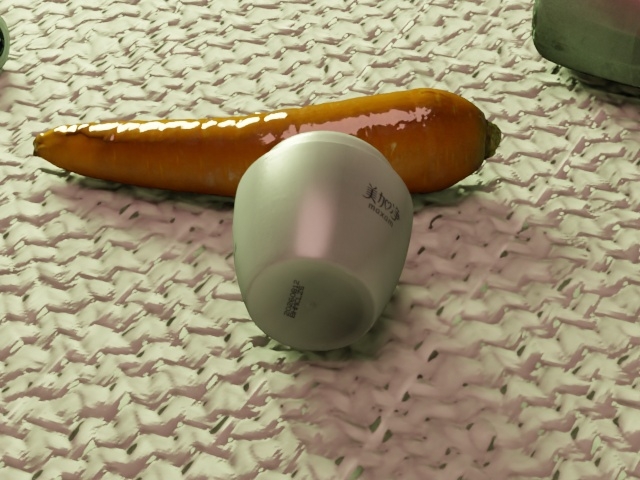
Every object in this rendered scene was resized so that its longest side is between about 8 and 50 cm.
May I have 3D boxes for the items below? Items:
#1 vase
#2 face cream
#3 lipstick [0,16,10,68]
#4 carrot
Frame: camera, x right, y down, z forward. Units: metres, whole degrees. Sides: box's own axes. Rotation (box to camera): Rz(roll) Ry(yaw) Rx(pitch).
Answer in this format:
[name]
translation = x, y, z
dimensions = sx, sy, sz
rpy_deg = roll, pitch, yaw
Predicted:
[vase]
translation = 0.235, -0.112, 1.004
dimensions = 0.214, 0.086, 0.086
rpy_deg = 27, 44, 29
[face cream]
translation = 0.000, 0.000, 0.848
dimensions = 0.091, 0.091, 0.095
rpy_deg = 1, 43, 6
[lipstick]
translation = -0.261, -0.130, 1.104
dimensions = 0.116, 0.037, 0.037
rpy_deg = 4, 35, 17
[carrot]
translation = -0.034, -0.050, 0.954
dimensions = 0.271, 0.062, 0.066
rpy_deg = -5, 68, 4
